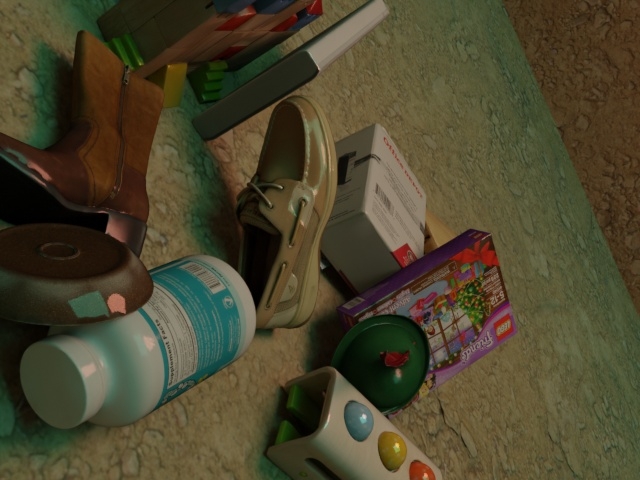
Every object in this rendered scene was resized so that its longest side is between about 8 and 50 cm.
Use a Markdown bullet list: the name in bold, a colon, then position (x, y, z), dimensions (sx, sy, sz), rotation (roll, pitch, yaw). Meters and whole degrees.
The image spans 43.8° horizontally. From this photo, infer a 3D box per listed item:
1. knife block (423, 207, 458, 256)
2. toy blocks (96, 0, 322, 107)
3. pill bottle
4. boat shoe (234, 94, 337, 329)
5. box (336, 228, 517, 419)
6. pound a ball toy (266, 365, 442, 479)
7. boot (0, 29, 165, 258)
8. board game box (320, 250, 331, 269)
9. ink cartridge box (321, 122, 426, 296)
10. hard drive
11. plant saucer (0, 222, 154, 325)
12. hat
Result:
- **knife block**: position (0.271, 0.045, 1.671), dimensions (0.242, 0.088, 0.276), rotation (-26, 91, -59)
- **toy blocks**: position (-0.130, -0.347, 1.180), dimensions (0.381, 0.260, 0.191), rotation (-26, 91, -58)
- **pill bottle**: position (-0.198, 0.113, 0.884), dimensions (0.264, 0.146, 0.146), rotation (-24, 90, -57)
- **boat shoe**: position (-0.058, -0.040, 1.132), dimensions (0.110, 0.121, 0.341), rotation (2, 93, -45)
- **box**: position (0.185, 0.134, 1.322), dimensions (0.293, 0.057, 0.201), rotation (-29, 113, -22)
- **pound a ball toy**: position (0.071, 0.354, 1.128), dimensions (0.319, 0.135, 0.208), rotation (47, 36, -27)
- **boot**: position (-0.289, -0.143, 0.948), dimensions (0.264, 0.096, 0.281), rotation (32, 50, -43)
- **board game box**: position (0.000, 0.000, 1.366), dimensions (0.090, 0.020, 0.090), rotation (-25, 93, -58)
- **ink cartridge box**: position (0.094, -0.048, 1.419), dimensions (0.197, 0.114, 0.273), rotation (53, 30, -29)
- **hard drive**: position (-0.036, -0.287, 1.302), dimensions (0.047, 0.233, 0.353), rotation (57, 33, -13)
- **plant saucer**: position (-0.269, 0.025, 0.814), dimensions (0.198, 0.198, 0.036), rotation (-28, 134, -58)
- **hat**: position (0.123, 0.212, 1.162), dimensions (0.208, 0.183, 0.173), rotation (3, 100, -28)
